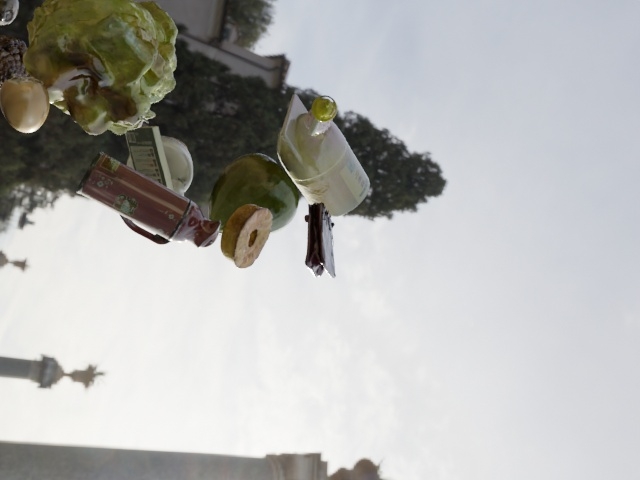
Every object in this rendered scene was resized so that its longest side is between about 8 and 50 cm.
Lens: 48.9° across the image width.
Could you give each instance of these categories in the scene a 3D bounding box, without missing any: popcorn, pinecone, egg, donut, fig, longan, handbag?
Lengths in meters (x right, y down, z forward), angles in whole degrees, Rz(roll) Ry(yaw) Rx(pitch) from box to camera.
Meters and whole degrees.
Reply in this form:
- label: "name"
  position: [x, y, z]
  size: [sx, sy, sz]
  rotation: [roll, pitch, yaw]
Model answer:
- label: "popcorn"
  position: [-0.440, -0.356, 1.411]
  size: [0.312, 0.312, 0.312]
  rotation: [-27, -124, 50]
- label: "pinecone"
  position: [-0.832, -0.468, 1.856]
  size: [0.173, 0.173, 0.173]
  rotation: [-27, -124, 50]
- label: "egg"
  position: [-0.499, -0.229, 1.187]
  size: [0.080, 0.080, 0.096]
  rotation: [36, -58, 55]
- label: "donut"
  position: [-0.170, -0.013, 1.595]
  size: [0.058, 0.152, 0.152]
  rotation: [26, -78, 22]
- label: "fig"
  position: [-0.243, -0.133, 2.419]
  size: [0.316, 0.316, 0.316]
  rotation: [-27, -124, 50]
- label: "longan"
  position: [-0.757, -0.557, 1.654]
  size: [0.113, 0.092, 0.113]
  rotation: [1, -88, 47]
- label: "handbag"
  position: [-0.003, 0.001, 2.191]
  size: [0.203, 0.074, 0.216]
  rotation: [55, 32, -73]

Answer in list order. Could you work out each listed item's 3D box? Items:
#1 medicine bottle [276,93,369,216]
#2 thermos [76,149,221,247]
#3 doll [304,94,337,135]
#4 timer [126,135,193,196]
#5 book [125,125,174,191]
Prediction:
- label: "medicine bottle"
  position: [-0.014, -0.295, 2.461]
  size: [0.236, 0.406, 0.235]
  rotation: [-20, -139, 19]
- label: "thermos"
  position: [-0.394, -0.068, 1.637]
  size: [0.136, 0.330, 0.109]
  rotation: [-60, -164, 2]
- label: "doll"
  position: [0.002, -0.370, 2.073]
  size: [0.129, 0.081, 0.207]
  rotation: [-64, -175, -13]
- label: "timer"
  position: [-0.559, -0.241, 2.458]
  size: [0.233, 0.233, 0.240]
  rotation: [-61, -158, 22]
- label: "book"
  position: [-0.511, -0.213, 2.120]
  size: [0.202, 0.027, 0.264]
  rotation: [10, -64, 50]
